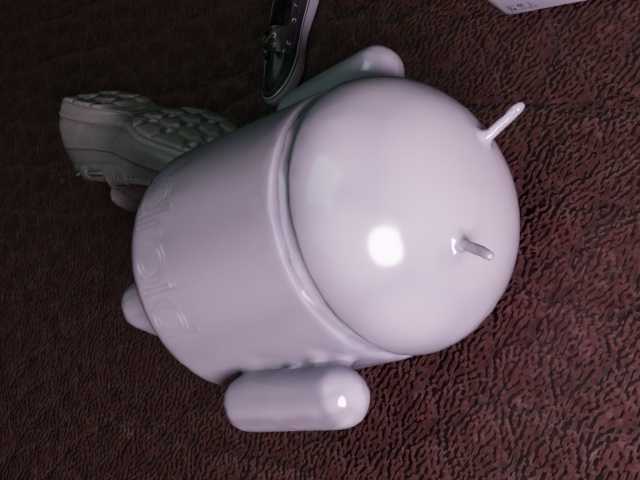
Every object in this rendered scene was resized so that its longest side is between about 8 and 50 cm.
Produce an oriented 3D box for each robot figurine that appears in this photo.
[{"bbox_3d":[0.000,0.000,0.928,0.353,0.200,0.299,-19,58,43],"label":"robot figurine"}]

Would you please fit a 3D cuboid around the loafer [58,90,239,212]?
[{"bbox_3d":[-0.170,-0.082,1.291,0.319,0.112,0.111,22,120,53],"label":"loafer"}]

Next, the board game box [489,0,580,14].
[{"bbox_3d":[0.263,-0.280,0.923,0.305,0.053,0.192,-1,66,51],"label":"board game box"}]

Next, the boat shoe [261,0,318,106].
[{"bbox_3d":[-0.039,-0.201,1.247,0.049,0.040,0.142,-12,58,47],"label":"boat shoe"}]
